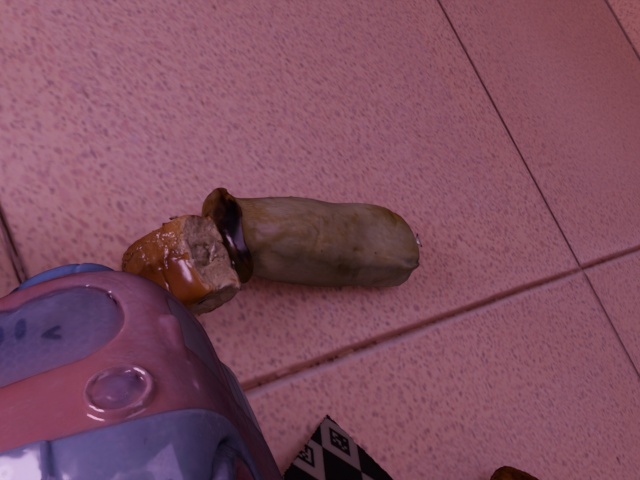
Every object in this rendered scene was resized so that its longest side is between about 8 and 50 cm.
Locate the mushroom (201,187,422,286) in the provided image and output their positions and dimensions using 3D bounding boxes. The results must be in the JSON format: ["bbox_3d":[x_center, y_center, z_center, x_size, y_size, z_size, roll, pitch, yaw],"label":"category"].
[{"bbox_3d":[0.000,0.000,0.937,0.312,0.081,0.099,4,66,-50],"label":"mushroom"}]

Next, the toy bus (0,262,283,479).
[{"bbox_3d":[-0.126,0.138,0.543,0.294,0.197,0.231,63,7,-53],"label":"toy bus"}]

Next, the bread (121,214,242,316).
[{"bbox_3d":[-0.121,0.026,0.783,0.077,0.070,0.083,-4,64,-52],"label":"bread"}]

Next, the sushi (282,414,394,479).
[{"bbox_3d":[0.061,0.309,0.761,0.290,0.050,0.264,45,18,4],"label":"sushi"}]

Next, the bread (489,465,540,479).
[{"bbox_3d":[0.240,0.324,0.951,0.193,0.064,0.193,38,16,-13],"label":"bread"}]
